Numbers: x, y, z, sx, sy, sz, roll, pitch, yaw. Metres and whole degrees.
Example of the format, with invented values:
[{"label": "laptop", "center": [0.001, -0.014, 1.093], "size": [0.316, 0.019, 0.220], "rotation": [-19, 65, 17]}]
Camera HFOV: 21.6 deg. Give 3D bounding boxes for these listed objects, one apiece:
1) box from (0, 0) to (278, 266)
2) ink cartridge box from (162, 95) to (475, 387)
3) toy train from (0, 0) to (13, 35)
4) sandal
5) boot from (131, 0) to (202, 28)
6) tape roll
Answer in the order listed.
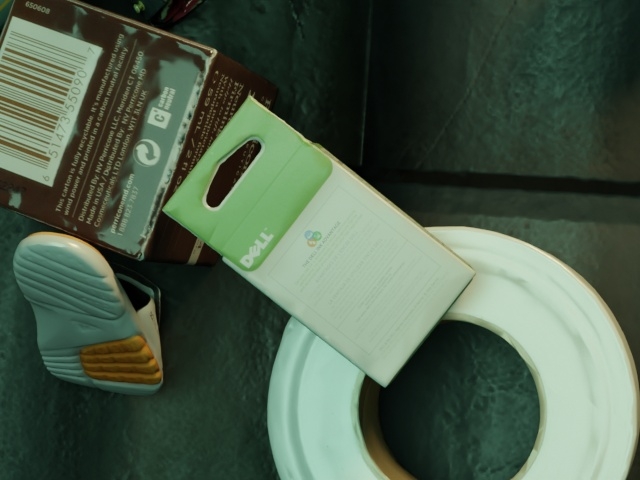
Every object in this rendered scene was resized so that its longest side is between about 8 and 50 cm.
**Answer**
[{"label": "box", "center": [-0.156, -0.084, 1.322], "size": [0.167, 0.203, 0.168], "rotation": [20, 92, 12]}, {"label": "ink cartridge box", "center": [0.000, 0.000, 1.235], "size": [0.209, 0.062, 0.109], "rotation": [38, 94, -1]}, {"label": "toy train", "center": [-0.296, -0.234, 1.314], "size": [0.334, 0.142, 0.190], "rotation": [-43, 114, 14]}, {"label": "sandal", "center": [-0.171, 0.044, 1.312], "size": [0.102, 0.265, 0.076], "rotation": [11, 62, 7]}, {"label": "boot", "center": [-0.198, -0.243, 1.399], "size": [0.236, 0.085, 0.178], "rotation": [-35, 82, 7]}, {"label": "tape roll", "center": [0.106, 0.132, 1.308], "size": [0.286, 0.100, 0.286], "rotation": [-1, 87, 12]}]
